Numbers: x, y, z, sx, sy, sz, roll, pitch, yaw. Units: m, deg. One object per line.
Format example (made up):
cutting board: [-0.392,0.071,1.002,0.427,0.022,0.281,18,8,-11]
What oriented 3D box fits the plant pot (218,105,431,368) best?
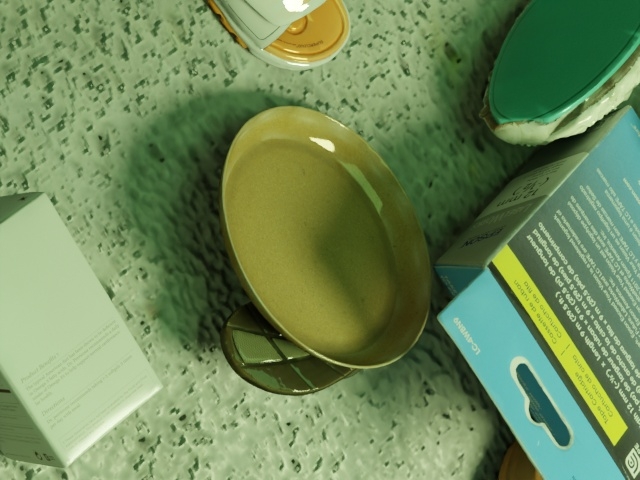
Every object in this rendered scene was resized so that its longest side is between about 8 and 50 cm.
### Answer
plant pot: [0.000,0.000,1.465,0.236,0.032,0.236,23,54,-36]

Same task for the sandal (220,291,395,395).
sandal: [-0.006,0.082,1.483,0.219,0.060,0.090,-19,82,-49]

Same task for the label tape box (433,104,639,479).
label tape box: [0.228,0.076,1.564,0.347,0.115,0.249,-43,105,-37]

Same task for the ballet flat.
ballet flat: [0.292,-0.226,1.667,0.147,0.147,0.409,42,65,-25]

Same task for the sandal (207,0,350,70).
sandal: [-0.063,-0.244,1.447,0.265,0.076,0.102,44,65,-25]

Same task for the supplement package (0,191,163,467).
supplement package: [-0.221,0.066,1.303,0.105,0.105,0.179,-39,109,-29]

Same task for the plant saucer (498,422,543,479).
plant saucer: [0.262,0.244,1.611,0.200,0.037,0.200,12,53,-16]
